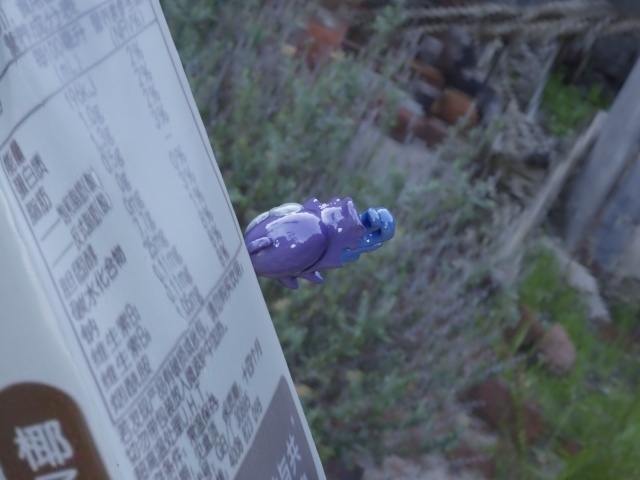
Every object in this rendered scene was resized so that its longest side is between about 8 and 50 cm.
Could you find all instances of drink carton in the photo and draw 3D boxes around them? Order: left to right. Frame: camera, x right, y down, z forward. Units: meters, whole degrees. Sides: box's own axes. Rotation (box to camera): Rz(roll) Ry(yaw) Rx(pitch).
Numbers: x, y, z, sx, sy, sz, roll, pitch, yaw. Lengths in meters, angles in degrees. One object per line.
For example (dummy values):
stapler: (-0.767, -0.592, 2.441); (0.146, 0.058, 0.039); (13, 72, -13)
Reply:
drink carton: (-0.141, -0.009, 0.407); (0.194, 0.324, 0.132); (-11, 22, 18)

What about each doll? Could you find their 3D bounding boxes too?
doll: (0.000, 0.000, 1.111); (0.206, 0.110, 0.067); (-2, 66, -61)
